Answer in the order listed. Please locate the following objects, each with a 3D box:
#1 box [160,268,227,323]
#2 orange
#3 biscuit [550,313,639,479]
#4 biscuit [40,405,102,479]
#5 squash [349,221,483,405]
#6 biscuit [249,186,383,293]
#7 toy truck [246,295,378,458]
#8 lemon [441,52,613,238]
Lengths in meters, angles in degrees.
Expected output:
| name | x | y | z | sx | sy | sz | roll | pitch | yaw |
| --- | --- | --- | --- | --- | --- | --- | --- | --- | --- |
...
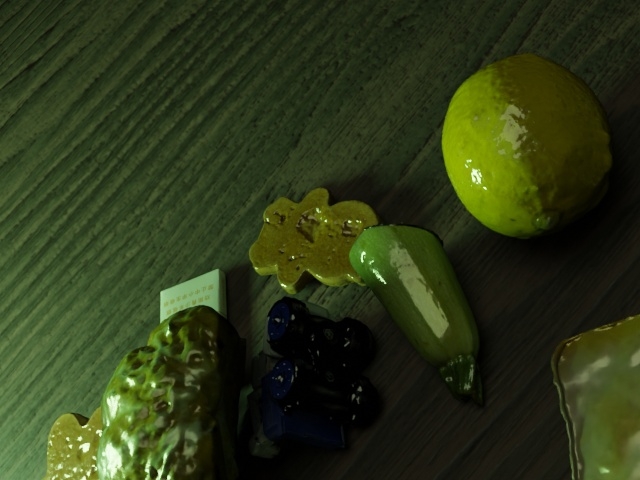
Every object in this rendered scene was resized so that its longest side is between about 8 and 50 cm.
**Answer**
| name | x | y | z | sx | sy | sz | roll | pitch | yaw |
| --- | --- | --- | --- | --- | --- | --- | --- | --- | --- |
| box | -0.204 | 0.160 | 1.788 | 0.122 | 0.032 | 0.220 | -20 | 52 | 21 |
| orange | -0.201 | 0.266 | 1.528 | 0.210 | 0.271 | 0.369 | 2 | 61 | -3 |
| biscuit | 0.474 | 0.250 | 1.240 | 0.446 | 0.104 | 0.429 | -24 | 52 | 22 |
| biscuit | -0.353 | 0.424 | 1.680 | 0.275 | 0.052 | 0.355 | -23 | 58 | 34 |
| squash | 0.164 | 0.092 | 1.540 | 0.137 | 0.137 | 0.287 | -40 | 54 | 6 |
| biscuit | 0.002 | 0.001 | 1.751 | 0.248 | 0.035 | 0.184 | 3 | 64 | 34 |
| toy truck | -0.029 | 0.198 | 1.590 | 0.177 | 0.161 | 0.213 | -39 | 43 | 39 |
| lemon | 0.282 | -0.132 | 1.525 | 0.233 | 0.233 | 0.288 | -24 | 44 | 19 |
